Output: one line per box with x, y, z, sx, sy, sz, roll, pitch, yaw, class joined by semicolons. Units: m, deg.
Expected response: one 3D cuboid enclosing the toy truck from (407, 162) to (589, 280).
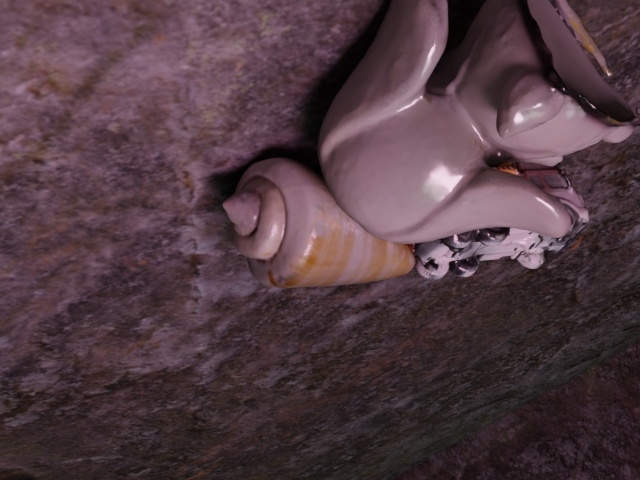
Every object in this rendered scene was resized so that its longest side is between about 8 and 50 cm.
0.199;-0.033;1.006;0.270;0.135;0.114;-5;150;-23;toy truck

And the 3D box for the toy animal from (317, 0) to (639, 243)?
0.138;-0.101;0.730;0.174;0.249;0.289;-41;166;-53;toy animal

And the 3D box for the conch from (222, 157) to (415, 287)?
-0.003;0.009;0.872;0.255;0.127;0.158;26;144;-26;conch
